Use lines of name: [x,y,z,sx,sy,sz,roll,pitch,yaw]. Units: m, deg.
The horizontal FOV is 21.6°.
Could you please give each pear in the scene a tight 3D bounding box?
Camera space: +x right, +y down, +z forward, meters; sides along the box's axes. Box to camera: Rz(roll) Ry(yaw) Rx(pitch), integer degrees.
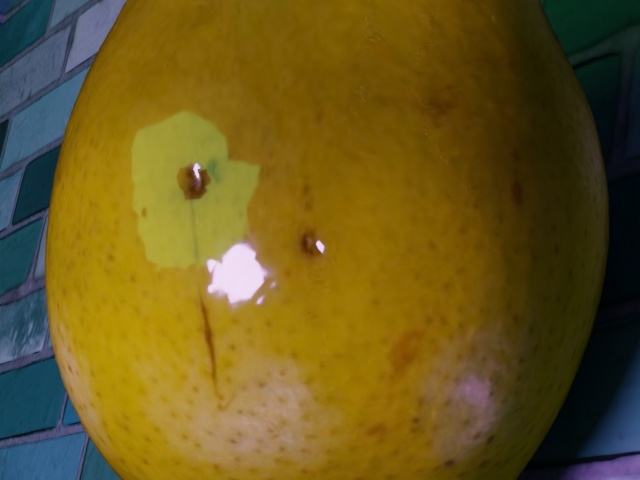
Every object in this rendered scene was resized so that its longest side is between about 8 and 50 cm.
pear: [0.000,0.000,1.041,0.362,0.362,0.418,-144,53,-62]
